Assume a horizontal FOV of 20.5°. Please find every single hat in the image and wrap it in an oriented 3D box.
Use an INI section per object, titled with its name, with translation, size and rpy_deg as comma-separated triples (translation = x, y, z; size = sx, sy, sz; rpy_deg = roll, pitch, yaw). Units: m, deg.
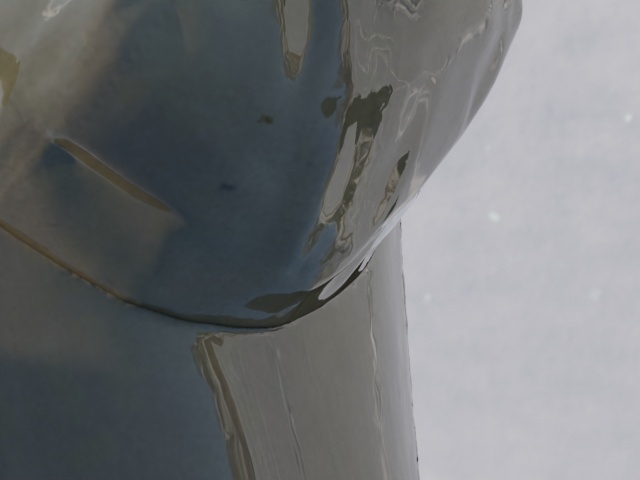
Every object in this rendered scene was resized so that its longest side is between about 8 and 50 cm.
[hat]
translation = 0.000, 0.000, 0.421
size = 0.144, 0.166, 0.173
rpy_deg = -41, 71, 48
